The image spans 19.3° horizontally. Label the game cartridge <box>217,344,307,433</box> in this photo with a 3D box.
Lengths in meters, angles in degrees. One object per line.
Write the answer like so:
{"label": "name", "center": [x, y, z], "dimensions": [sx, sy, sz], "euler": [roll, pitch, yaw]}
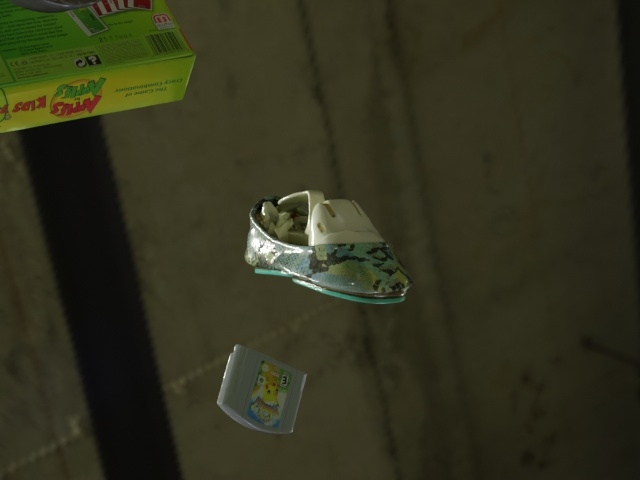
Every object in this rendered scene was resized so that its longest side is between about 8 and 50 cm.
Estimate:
{"label": "game cartridge", "center": [-0.044, 0.117, 1.433], "dimensions": [0.083, 0.017, 0.056], "euler": [28, -104, -48]}

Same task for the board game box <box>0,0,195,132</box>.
{"label": "board game box", "center": [-0.179, -0.118, 1.158], "dimensions": [0.181, 0.092, 0.043], "euler": [-13, -33, -28]}

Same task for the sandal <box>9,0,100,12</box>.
{"label": "sandal", "center": [-0.080, -0.213, 0.797], "dimensions": [0.097, 0.054, 0.254], "euler": [40, -109, -28]}

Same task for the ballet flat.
{"label": "ballet flat", "center": [0.000, 0.000, 1.234], "dimensions": [0.070, 0.188, 0.070], "euler": [-3, -83, -29]}
